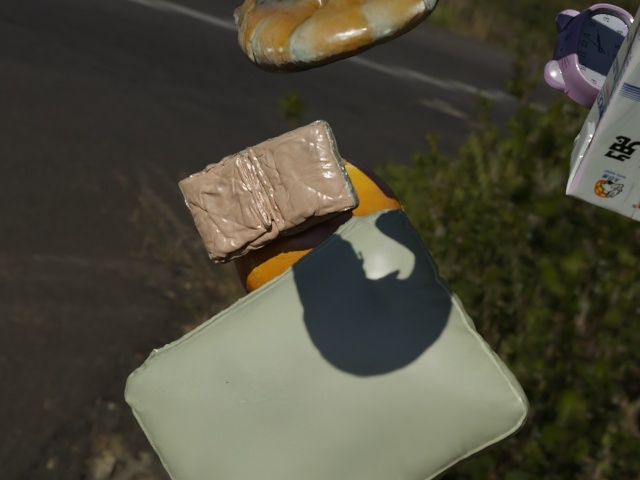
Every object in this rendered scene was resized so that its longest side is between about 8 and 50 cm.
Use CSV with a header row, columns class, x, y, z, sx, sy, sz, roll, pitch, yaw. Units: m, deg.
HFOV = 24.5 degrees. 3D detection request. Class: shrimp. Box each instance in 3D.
class,x,y,z,sx,sy,sz,roll,pitch,yaw
shrimp,0.009,-0.169,0.999,0.145,0.059,0.254,-22,18,2

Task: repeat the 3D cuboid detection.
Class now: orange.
class,x,y,z,sx,sy,sz,roll,pitch,yaw
orange,0.000,0.000,1.995,0.246,0.246,0.246,19,8,-3

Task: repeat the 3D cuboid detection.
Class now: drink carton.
class,x,y,z,sx,sy,sz,roll,pitch,yaw
drink carton,0.341,-0.157,1.358,0.130,0.315,0.107,22,41,2

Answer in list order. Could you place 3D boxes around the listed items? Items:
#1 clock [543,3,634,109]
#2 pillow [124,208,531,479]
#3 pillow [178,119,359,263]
class,x,y,z,sx,sy,sz,roll,pitch,yaw
clock,0.382,-0.267,2.082,0.110,0.153,0.050,21,-25,-10
pillow,0.001,0.146,1.360,0.255,0.322,0.120,58,6,10
pillow,-0.069,-0.059,1.851,0.232,0.126,0.043,-21,-3,29
